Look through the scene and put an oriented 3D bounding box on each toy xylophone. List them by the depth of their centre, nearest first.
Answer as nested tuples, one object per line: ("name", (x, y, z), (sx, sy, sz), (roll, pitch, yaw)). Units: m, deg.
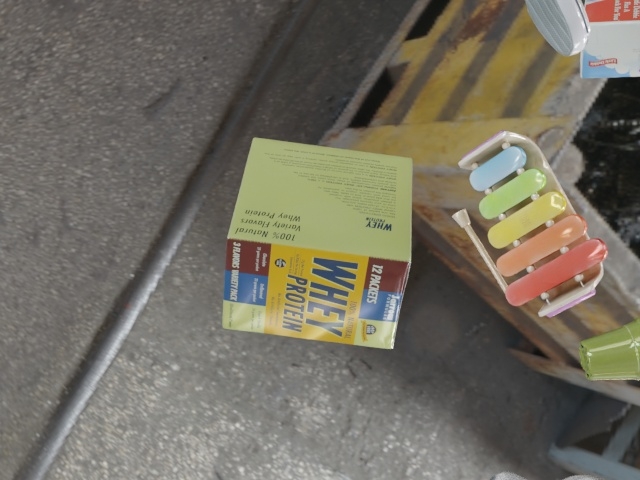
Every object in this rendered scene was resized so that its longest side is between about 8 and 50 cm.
("toy xylophone", (0.345, -0.016, 1.624), (0.081, 0.236, 0.322), (-14, 66, -49))

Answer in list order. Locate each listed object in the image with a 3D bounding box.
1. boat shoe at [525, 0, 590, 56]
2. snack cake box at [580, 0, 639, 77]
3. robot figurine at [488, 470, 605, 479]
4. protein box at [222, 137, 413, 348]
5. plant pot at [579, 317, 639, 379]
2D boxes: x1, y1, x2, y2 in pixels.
("boat shoe", (0.270, -0.327, 1.103), (0.076, 0.083, 0.226), (-23, 81, -9))
("snack cake box", (0.475, -0.345, 1.411), (0.264, 0.152, 0.089), (-65, 152, -48))
("robot figurine", (0.281, 0.337, 0.812), (0.353, 0.200, 0.300), (29, 115, -4))
("protein box", (0.000, 0.000, 1.107), (0.200, 0.201, 0.136), (7, 128, 0))
("plant pot", (0.376, 0.146, 1.210), (0.079, 0.083, 0.083), (-10, 101, 3))
